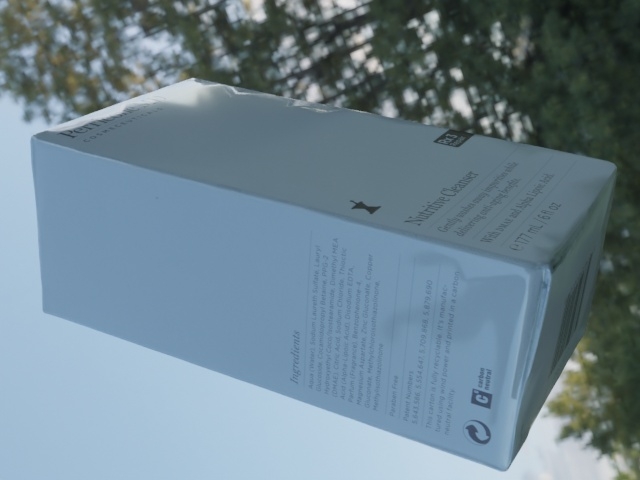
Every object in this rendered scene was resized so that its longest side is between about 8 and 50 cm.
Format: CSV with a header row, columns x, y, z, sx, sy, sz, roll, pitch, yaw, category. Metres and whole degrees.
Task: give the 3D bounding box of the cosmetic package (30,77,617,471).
x,y,z,sx,sy,sz,roll,pitch,yaw,category
0.000,0.000,0.718,0.217,0.385,0.156,-39,-41,-56,cosmetic package
